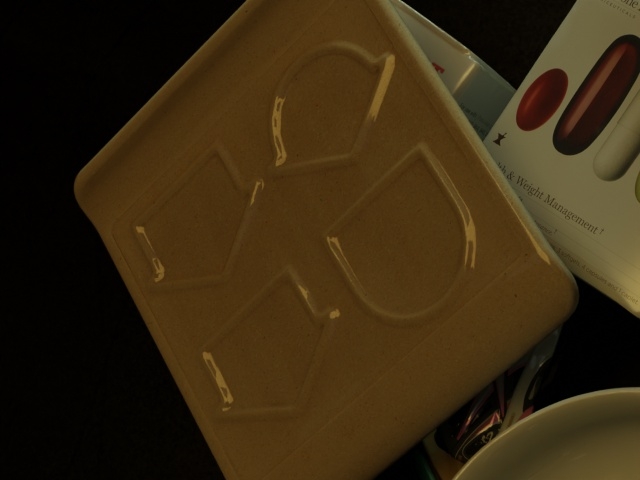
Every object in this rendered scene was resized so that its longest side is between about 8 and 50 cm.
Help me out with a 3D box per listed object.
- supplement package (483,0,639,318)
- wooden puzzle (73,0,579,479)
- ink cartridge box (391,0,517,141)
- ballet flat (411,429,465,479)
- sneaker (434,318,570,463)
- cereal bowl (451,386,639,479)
[{"bbox_3d":[0.249,-0.056,1.373,0.194,0.149,0.203,35,94,34],"label":"supplement package"},{"bbox_3d":[0.000,0.000,1.396,0.322,0.080,0.348,-43,66,25],"label":"wooden puzzle"},{"bbox_3d":[0.012,-0.070,1.537,0.198,0.115,0.273,40,97,33],"label":"ink cartridge box"},{"bbox_3d":[0.095,0.151,1.454,0.073,0.080,0.232,-24,62,-9],"label":"ballet flat"},{"bbox_3d":[0.140,0.093,1.406,0.077,0.072,0.178,19,63,13],"label":"sneaker"},{"bbox_3d":[0.231,0.278,1.277,0.339,0.141,0.339,-10,69,28],"label":"cereal bowl"}]
